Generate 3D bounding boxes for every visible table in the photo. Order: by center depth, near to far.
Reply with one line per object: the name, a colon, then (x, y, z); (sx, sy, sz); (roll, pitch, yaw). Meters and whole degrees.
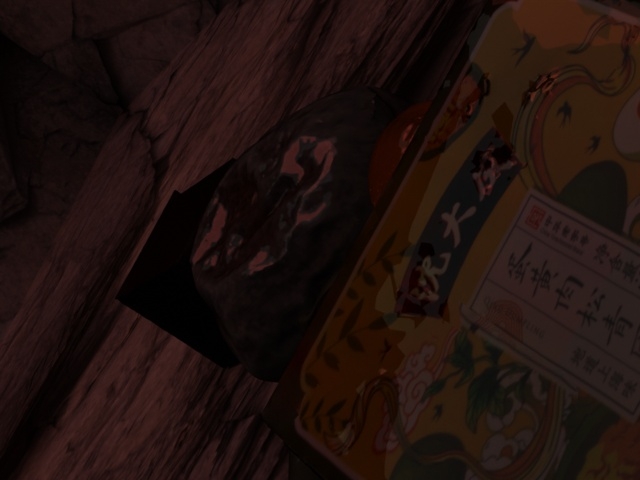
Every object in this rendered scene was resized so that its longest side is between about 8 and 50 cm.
table: (-0.106, 0.024, 2.329); (0.193, 0.169, 0.172); (-28, 31, 60)

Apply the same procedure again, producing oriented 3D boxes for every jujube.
jujube: (0.007, 0.005, 1.956); (0.308, 0.215, 0.246); (-41, 44, 33)

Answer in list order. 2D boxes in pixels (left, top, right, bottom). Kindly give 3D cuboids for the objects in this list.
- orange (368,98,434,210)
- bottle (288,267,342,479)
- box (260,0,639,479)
orange: (0.134, -0.050, 1.754); (0.193, 0.193, 0.161); (172, 91, -70)
bottle: (0.058, 0.131, 1.623); (0.168, 0.168, 0.347); (-50, 16, 21)
box: (0.184, 0.052, 1.154); (0.420, 0.138, 0.373); (36, 101, 54)
